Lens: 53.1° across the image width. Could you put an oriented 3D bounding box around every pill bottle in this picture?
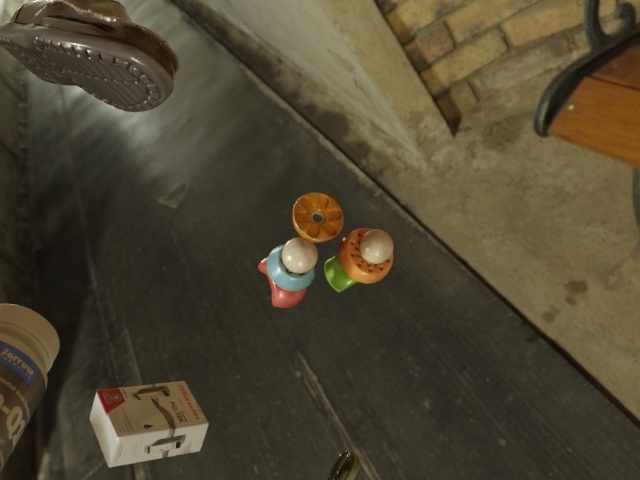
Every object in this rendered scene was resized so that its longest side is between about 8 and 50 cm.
[{"bbox_3d":[-0.239,0.112,0.440,0.078,0.078,0.137,-25,29,21],"label":"pill bottle"}]

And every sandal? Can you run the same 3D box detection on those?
[{"bbox_3d":[0.033,0.597,1.431,0.120,0.086,0.303,-76,10,-58],"label":"sandal"}]

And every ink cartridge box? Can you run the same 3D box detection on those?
[{"bbox_3d":[-0.240,0.254,0.902,0.099,0.135,0.056,42,120,44],"label":"ink cartridge box"}]

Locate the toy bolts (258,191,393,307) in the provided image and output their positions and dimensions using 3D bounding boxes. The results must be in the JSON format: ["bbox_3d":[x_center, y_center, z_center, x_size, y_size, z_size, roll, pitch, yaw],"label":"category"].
[{"bbox_3d":[0.000,0.000,1.135,0.228,0.158,0.218,-22,76,-26],"label":"toy bolts"}]

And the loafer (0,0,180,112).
[{"bbox_3d":[-0.304,-0.274,0.838,0.366,0.134,0.130,24,75,36],"label":"loafer"}]
